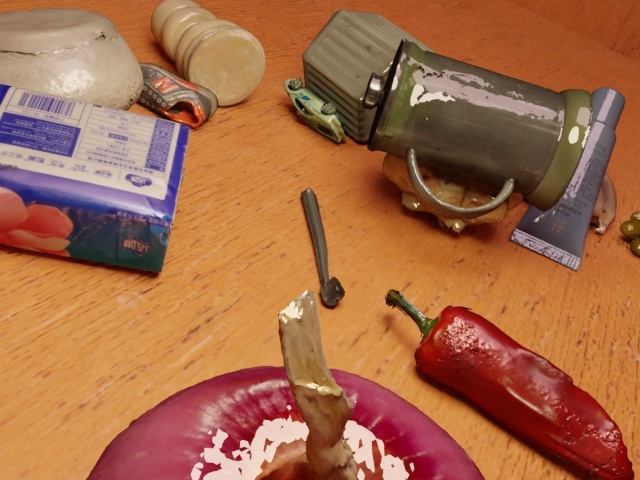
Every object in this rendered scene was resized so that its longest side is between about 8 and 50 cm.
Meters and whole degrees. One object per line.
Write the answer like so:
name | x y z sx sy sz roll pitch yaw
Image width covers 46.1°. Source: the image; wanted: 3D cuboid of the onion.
onion | -0.018 0.252 0.554 0.358 0.345 0.359 3 68 -7

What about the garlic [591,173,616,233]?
garlic | 0.522 -0.120 1.565 0.228 0.110 0.217 36 32 24

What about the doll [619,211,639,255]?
doll | 0.705 -0.022 1.535 0.209 0.097 0.137 -12 50 -33

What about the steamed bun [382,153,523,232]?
steamed bun | 0.230 -0.111 1.369 0.292 0.137 0.295 -6 47 -36

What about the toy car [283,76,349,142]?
toy car | -0.016 -0.257 1.508 0.186 0.058 0.093 43 -6 32

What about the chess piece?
chess piece | -0.246 -0.406 1.525 0.167 0.167 0.300 -4 36 -33

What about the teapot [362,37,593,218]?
teapot | 0.226 -0.165 1.194 0.336 0.200 0.271 17 71 -2

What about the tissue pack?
tissue pack | -0.321 -0.080 1.004 0.269 0.137 0.209 10 50 -13

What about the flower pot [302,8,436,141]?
flower pot | 0.101 -0.335 1.545 0.239 0.209 0.189 -12 46 -47

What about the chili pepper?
chili pepper | 0.237 0.181 0.979 0.387 0.110 0.110 34 35 15

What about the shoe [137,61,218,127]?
shoe | -0.285 -0.262 1.364 0.194 0.074 0.077 20 38 -5

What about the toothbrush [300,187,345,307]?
toothbrush | 0.000 0.000 1.175 0.030 0.030 0.297 35 23 -29

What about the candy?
candy | -0.421 -0.244 1.160 0.295 0.185 0.296 1 37 -1

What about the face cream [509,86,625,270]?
face cream | 0.494 -0.130 1.446 0.135 0.086 0.385 26 69 8
